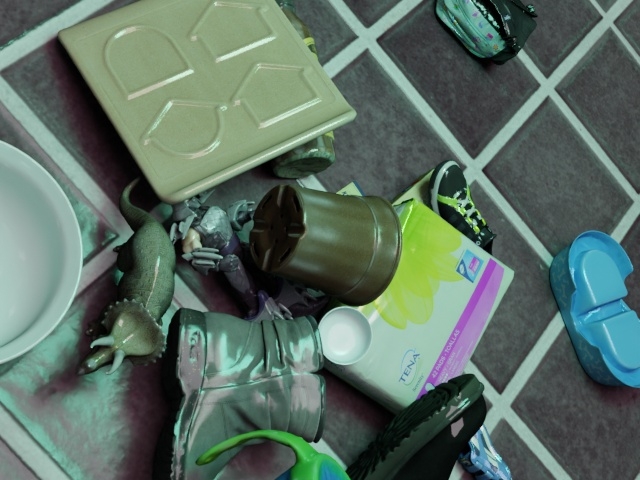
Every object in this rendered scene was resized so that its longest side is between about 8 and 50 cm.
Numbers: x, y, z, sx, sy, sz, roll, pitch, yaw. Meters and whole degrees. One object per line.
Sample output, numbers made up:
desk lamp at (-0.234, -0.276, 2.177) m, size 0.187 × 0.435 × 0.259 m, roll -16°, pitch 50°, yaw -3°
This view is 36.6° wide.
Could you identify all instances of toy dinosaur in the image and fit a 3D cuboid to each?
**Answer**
toy dinosaur at (-0.235, 0.055, 1.291) m, size 0.121 × 0.160 × 0.313 m, roll 24°, pitch 62°, yaw -23°

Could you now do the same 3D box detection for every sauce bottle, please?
sauce bottle at (-0.055, -0.277, 1.560) m, size 0.111 × 0.111 × 0.344 m, roll -2°, pitch 75°, yaw -33°

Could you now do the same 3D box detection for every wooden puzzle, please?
wooden puzzle at (-0.168, -0.232, 1.433) m, size 0.322 × 0.080 × 0.347 m, roll -27°, pitch 69°, yaw -22°

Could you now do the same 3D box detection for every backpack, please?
backpack at (0.312, -0.432, 1.848) m, size 0.182 × 0.115 × 0.152 m, roll 43°, pitch 44°, yaw -10°

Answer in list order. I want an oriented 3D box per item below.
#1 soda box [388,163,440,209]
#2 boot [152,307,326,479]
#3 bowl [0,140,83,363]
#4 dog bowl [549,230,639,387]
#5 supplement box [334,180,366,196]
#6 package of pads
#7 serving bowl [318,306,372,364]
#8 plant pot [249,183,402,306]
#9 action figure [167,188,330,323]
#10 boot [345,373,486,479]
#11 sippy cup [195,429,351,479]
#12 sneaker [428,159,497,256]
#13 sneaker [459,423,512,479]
soda box at (0.156, -0.056, 1.641) m, size 0.181 × 0.058 × 0.061 m, roll -39°, pitch 95°, yaw -35°
boot at (-0.098, 0.257, 1.286) m, size 0.223 × 0.118 × 0.338 m, roll 9°, pitch 80°, yaw -20°
bowl at (-0.454, 0.024, 1.182) m, size 0.298 × 0.134 × 0.297 m, roll 12°, pitch 67°, yaw -29°
dog bowl at (0.521, 0.133, 1.788) m, size 0.166 × 0.074 × 0.297 m, roll -13°, pitch 79°, yaw -35°
supplement box at (0.023, -0.041, 1.536) m, size 0.083 × 0.083 × 0.056 m, roll -36°, pitch 93°, yaw -36°
package of pads at (0.137, 0.108, 1.503) m, size 0.229 × 0.101 × 0.296 m, roll 35°, pitch 72°, yaw -16°
serving bowl at (0.031, 0.137, 1.390) m, size 0.083 × 0.027 × 0.083 m, roll 2°, pitch 83°, yaw -18°
plant pot at (0.000, 0.000, 1.367) m, size 0.165 × 0.167 × 0.167 m, roll 14°, pitch 65°, yaw -38°
action figure at (-0.119, 0.023, 1.407) m, size 0.285 × 0.099 × 0.185 m, roll 50°, pitch 37°, yaw -16°
boot at (0.171, 0.387, 1.386) m, size 0.260 × 0.131 × 0.348 m, roll 44°, pitch 90°, yaw -5°
sippy cup at (-0.054, 0.397, 1.129) m, size 0.305 × 0.224 × 0.240 m, roll -104°, pitch 167°, yaw -47°
sneaker at (0.254, -0.027, 1.619) m, size 0.084 × 0.097 × 0.234 m, roll -38°, pitch 121°, yaw -37°
sneaker at (0.256, 0.357, 1.551) m, size 0.059 × 0.053 × 0.144 m, roll -22°, pitch 76°, yaw -37°
